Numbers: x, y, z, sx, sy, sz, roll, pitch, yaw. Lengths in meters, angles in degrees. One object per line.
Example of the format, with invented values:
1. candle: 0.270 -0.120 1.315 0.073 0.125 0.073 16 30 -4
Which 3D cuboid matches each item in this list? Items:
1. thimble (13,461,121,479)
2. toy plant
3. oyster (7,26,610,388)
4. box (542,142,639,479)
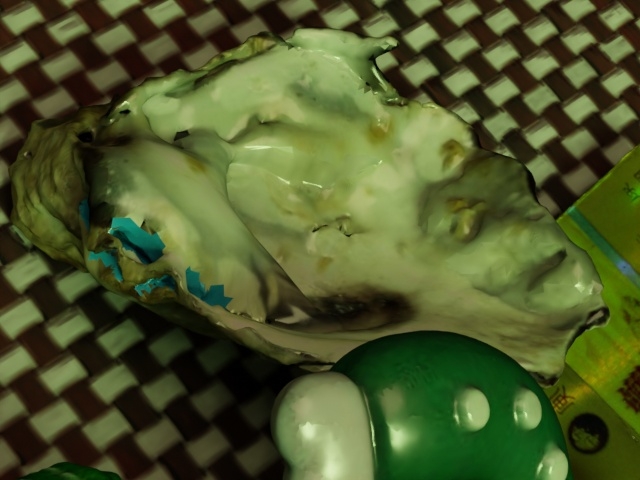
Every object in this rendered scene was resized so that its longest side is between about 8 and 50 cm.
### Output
1. thimble: -0.093 0.151 0.581 0.090 0.118 0.130 -24 111 -37
2. toy plant: 0.048 0.158 0.592 0.243 0.112 0.233 31 67 -42
3. oyster: 0.000 0.000 0.704 0.214 0.083 0.223 -17 52 -28
4. box: 0.135 0.049 0.767 0.121 0.030 0.193 45 58 9
